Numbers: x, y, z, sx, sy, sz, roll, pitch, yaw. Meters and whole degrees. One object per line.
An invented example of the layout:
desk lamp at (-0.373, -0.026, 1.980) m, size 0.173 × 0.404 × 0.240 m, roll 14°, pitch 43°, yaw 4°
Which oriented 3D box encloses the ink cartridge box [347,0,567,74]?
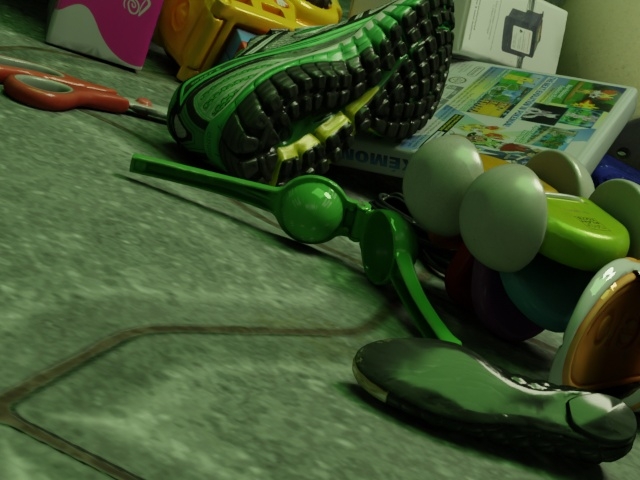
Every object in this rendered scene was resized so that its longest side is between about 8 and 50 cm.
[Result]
ink cartridge box at (0.173, -0.269, 1.639) m, size 0.172 × 0.100 × 0.237 m, roll 15°, pitch 5°, yaw 36°

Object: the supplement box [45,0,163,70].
supplement box at (-0.247, -0.280, 1.506) m, size 0.114 × 0.111 × 0.220 m, roll 17°, pitch 15°, yaw -15°

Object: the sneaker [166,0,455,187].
sneaker at (0.003, -0.161, 1.223) m, size 0.146 × 0.134 × 0.343 m, roll 26°, pitch 37°, yaw 34°

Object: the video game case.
video game case at (0.154, -0.128, 1.390) m, size 0.300 × 0.036 × 0.329 m, roll 12°, pitch 25°, yaw 20°

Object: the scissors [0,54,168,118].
scissors at (-0.186, -0.134, 1.235) m, size 0.297 × 0.021 × 0.109 m, roll 4°, pitch 20°, yaw -45°

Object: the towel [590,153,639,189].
towel at (0.406, -0.015, 1.560) m, size 0.227 × 0.076 × 0.308 m, roll 27°, pitch 13°, yaw -7°

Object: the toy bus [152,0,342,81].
toy bus at (-0.066, -0.223, 1.527) m, size 0.220 × 0.149 × 0.211 m, roll 15°, pitch 29°, yaw -31°

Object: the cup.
cup at (0.449, -0.170, 1.781) m, size 0.331 × 0.331 × 0.237 m, roll 20°, pitch 40°, yaw -5°

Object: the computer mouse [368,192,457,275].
computer mouse at (0.186, 0.005, 1.176) m, size 0.262 × 0.060 × 0.184 m, roll 14°, pitch 15°, yaw -26°

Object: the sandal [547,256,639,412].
sandal at (0.254, 0.075, 0.936) m, size 0.076 × 0.102 × 0.265 m, roll 28°, pitch 14°, yaw 36°

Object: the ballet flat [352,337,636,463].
ballet flat at (0.100, 0.100, 0.769) m, size 0.173 × 0.049 × 0.057 m, roll 17°, pitch 49°, yaw -4°

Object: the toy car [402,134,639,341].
toy car at (0.147, 0.004, 0.973) m, size 0.159 × 0.136 × 0.182 m, roll 6°, pitch 16°, yaw -32°

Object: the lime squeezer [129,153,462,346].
lime squeezer at (0.000, 0.000, 0.983) m, size 0.310 × 0.059 × 0.110 m, roll 31°, pitch 47°, yaw 29°
